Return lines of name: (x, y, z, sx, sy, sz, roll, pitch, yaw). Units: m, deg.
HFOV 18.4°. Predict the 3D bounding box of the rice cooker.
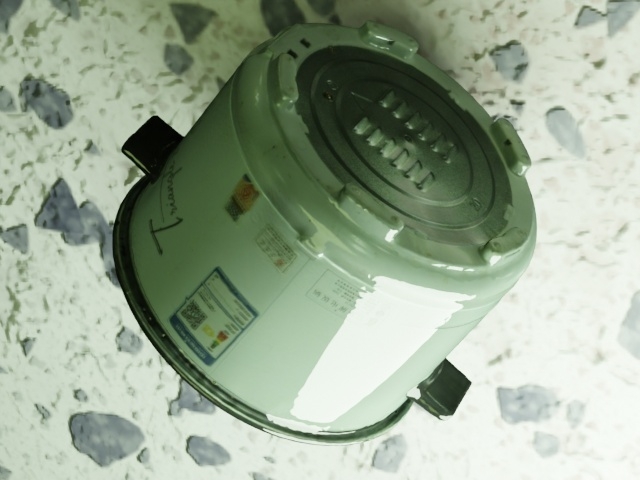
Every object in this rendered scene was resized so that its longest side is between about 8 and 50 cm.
rice cooker: (0.000, 0.000, 1.292, 0.280, 0.241, 0.227, 38, 126, -2)
